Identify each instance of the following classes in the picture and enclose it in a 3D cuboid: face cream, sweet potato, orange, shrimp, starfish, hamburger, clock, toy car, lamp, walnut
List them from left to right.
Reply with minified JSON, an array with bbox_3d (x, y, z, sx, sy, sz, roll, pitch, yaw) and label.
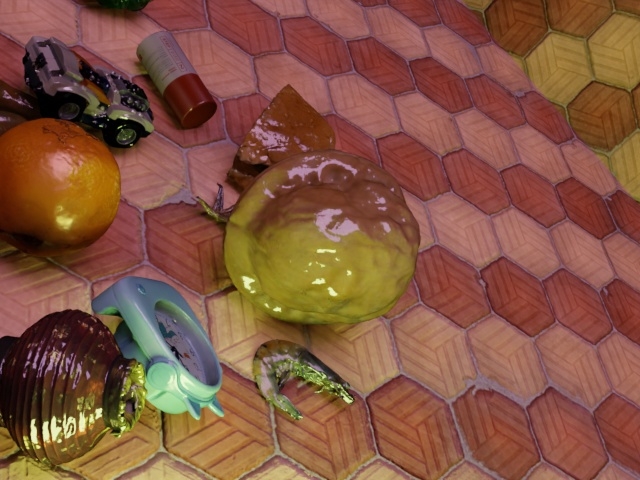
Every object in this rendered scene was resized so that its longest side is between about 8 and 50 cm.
[{"bbox_3d":[-0.649,-0.232,1.711,0.250,0.059,0.069,16,29,-21],"label":"sweet potato"},{"bbox_3d":[-0.637,-0.283,1.757,0.273,0.075,0.075,23,44,-26],"label":"sweet potato"},{"bbox_3d":[-0.476,-0.090,1.586,0.246,0.246,0.246,21,44,-22],"label":"orange"},{"bbox_3d":[-0.386,0.223,1.382,0.247,0.247,0.247,21,44,-22],"label":"lamp"},{"bbox_3d":[-0.463,-0.304,1.835,0.301,0.118,0.193,19,32,-49],"label":"toy car"},{"bbox_3d":[-0.265,0.194,1.549,0.274,0.094,0.223,60,11,17],"label":"clock"},{"bbox_3d":[-0.327,-0.365,2.050,0.096,0.096,0.214,-16,66,-45],"label":"face cream"},{"bbox_3d":[-0.216,-0.066,1.916,0.130,0.041,0.133,17,38,-34],"label":"starfish"},{"bbox_3d":[-0.064,-0.218,2.080,0.209,0.162,0.330,33,36,-8],"label":"hamburger"},{"bbox_3d":[-0.036,0.280,1.752,0.217,0.051,0.150,30,44,-2],"label":"shrimp"},{"bbox_3d":[0.015,0.004,1.813,0.384,0.383,0.383,21,44,-22],"label":"walnut"}]

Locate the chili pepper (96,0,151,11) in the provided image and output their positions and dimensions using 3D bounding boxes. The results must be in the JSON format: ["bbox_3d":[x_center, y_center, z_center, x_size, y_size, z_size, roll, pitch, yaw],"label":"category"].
[{"bbox_3d":[-0.489,-0.709,2.171,0.167,0.213,0.384,58,13,-63],"label":"chili pepper"}]
